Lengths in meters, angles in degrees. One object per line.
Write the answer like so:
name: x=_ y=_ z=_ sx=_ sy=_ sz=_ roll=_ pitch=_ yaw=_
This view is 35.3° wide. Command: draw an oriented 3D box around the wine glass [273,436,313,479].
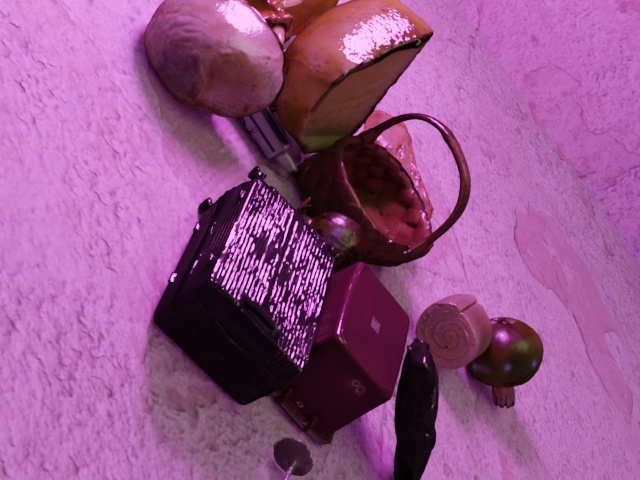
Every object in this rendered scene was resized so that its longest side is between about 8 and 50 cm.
wine glass: x=-0.075 y=0.394 z=1.448 sx=0.074 sy=0.074 sz=0.262 roll=52 pitch=29 yaw=-13

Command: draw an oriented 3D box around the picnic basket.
picnic basket: x=0.159 y=-0.106 z=2.061 sx=0.337 sy=0.337 sz=0.293 roll=5 pitch=58 yaw=-58

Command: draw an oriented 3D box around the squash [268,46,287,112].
squash: x=-0.086 y=-0.325 z=2.128 sx=0.090 sy=0.075 sz=0.200 roll=79 pitch=31 yaw=-43

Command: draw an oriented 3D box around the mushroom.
mushroom: x=-0.198 y=-0.336 z=1.831 sx=0.267 sy=0.189 sz=0.164 roll=57 pitch=40 yaw=-8

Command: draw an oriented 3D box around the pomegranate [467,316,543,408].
pomegranate: x=0.418 y=0.280 z=2.297 sx=0.180 sy=0.180 sz=0.210 roll=-31 pitch=119 yaw=-63

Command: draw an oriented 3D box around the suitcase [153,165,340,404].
suitcase: x=-0.113 y=0.071 z=1.617 sx=0.229 sy=0.152 sz=0.335 roll=47 pitch=32 yaw=-20

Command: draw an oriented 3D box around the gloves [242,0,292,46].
gloves: x=-0.175 y=-0.505 z=2.006 sx=0.356 sy=0.203 sz=0.155 roll=53 pitch=1 yaw=24

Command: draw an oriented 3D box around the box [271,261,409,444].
box: x=0.033 y=0.180 z=1.730 sx=0.193 sy=0.167 sz=0.294 roll=48 pitch=29 yaw=-17

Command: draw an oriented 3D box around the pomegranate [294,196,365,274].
pomegranate: x=0.006 y=-0.003 z=1.894 sx=0.169 sy=0.148 sz=0.148 roll=58 pitch=27 yaw=-8

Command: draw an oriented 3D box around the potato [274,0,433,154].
potato: x=0.005 y=-0.347 z=2.005 sx=0.213 sy=0.330 sz=0.280 roll=49 pitch=36 yaw=13

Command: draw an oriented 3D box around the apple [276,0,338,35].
apple: x=-0.066 y=-0.593 z=2.262 sx=0.246 sy=0.226 sz=0.246 roll=40 pitch=31 yaw=-30

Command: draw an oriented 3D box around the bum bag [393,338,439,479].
bum bag: x=0.172 y=0.308 z=1.767 sx=0.142 sy=0.079 sz=0.326 roll=-88 pitch=-178 yaw=-65

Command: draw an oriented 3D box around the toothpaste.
toothpaste: x=-0.161 y=-0.297 z=1.981 sx=0.392 sy=0.061 sz=0.099 roll=57 pitch=-14 yaw=-8

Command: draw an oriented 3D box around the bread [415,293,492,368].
bread: x=0.290 y=0.196 z=2.176 sx=0.141 sy=0.134 sz=0.148 roll=-12 pitch=81 yaw=-65

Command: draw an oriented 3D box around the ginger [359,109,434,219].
ginger: x=0.169 y=-0.159 z=2.334 sx=0.190 sy=0.126 sz=0.354 roll=25 pitch=41 yaw=-56
